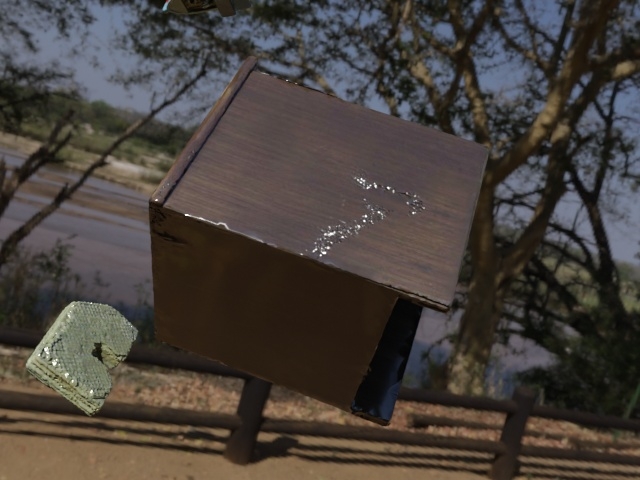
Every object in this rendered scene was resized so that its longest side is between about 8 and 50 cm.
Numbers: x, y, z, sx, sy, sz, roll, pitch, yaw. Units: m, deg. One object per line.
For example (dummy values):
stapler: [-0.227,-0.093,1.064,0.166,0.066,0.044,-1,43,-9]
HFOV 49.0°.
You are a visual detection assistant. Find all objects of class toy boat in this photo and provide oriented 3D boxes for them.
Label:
toy boat: [-0.195,-0.429,1.240,0.173,0.058,0.069,-6,-22,9]

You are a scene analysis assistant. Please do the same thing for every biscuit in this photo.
biscuit: [-0.412,0.190,1.250,0.147,0.046,0.250,46,18,-16]

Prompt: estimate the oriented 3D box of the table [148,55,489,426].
table: [0.000,0.000,0.530,0.193,0.172,0.169,19,-40,6]
